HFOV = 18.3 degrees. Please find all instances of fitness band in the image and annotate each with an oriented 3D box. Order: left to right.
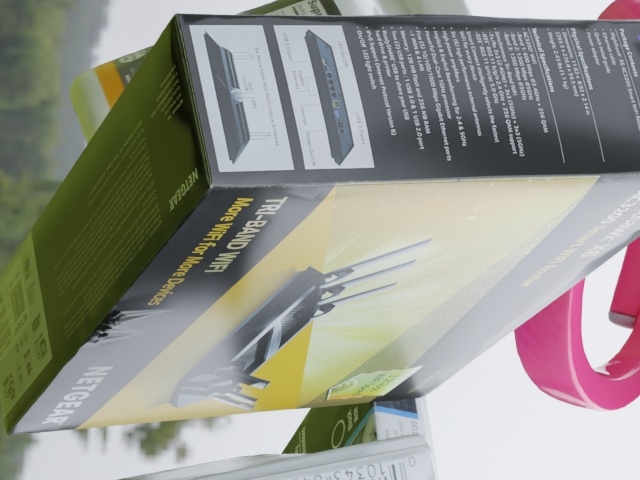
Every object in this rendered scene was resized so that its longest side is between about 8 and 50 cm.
[{"bbox_3d":[0.208,-0.027,1.362,0.209,0.054,0.290,22,82,-57],"label":"fitness band"}]

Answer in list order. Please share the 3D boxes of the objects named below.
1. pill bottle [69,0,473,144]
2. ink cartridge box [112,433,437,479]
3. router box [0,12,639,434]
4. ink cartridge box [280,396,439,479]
[{"bbox_3d":[-0.023,-0.087,1.406,0.162,0.278,0.162,159,-90,-83],"label":"pill bottle"},{"bbox_3d":[-0.090,0.125,0.818,0.224,0.223,0.045,157,-77,-71],"label":"ink cartridge box"},{"bbox_3d":[0.000,0.000,0.930,0.309,0.243,0.081,134,-52,-57],"label":"router box"},{"bbox_3d":[0.012,0.193,1.231,0.206,0.045,0.208,-97,-153,-47],"label":"ink cartridge box"}]
